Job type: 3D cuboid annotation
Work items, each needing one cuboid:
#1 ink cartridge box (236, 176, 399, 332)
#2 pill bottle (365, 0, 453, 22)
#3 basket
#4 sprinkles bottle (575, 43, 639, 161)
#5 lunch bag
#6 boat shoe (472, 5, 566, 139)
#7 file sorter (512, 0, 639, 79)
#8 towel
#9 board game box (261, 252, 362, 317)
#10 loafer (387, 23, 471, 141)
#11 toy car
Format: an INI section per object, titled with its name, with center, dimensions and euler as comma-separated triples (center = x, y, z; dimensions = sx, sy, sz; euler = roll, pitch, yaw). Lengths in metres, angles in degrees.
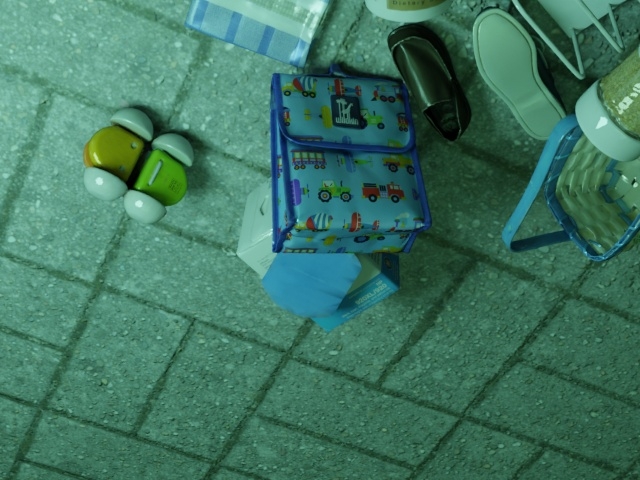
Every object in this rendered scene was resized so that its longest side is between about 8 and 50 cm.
[ink cartridge box]
center = 0.000, 0.000, 1.829
dimensions = 0.168, 0.171, 0.232
euler = -33, 122, 27
[pill bottle]
center = 0.122, -0.432, 1.480
dimensions = 0.131, 0.131, 0.229
euler = -1, 130, 5
[basket]
center = 0.437, -0.097, 1.665
dimensions = 0.289, 0.201, 0.255
euler = -5, 137, -26
[sprinkles bottle]
center = 0.495, -0.251, 1.405
dimensions = 0.121, 0.121, 0.355
euler = 26, 136, -17
[lunch bag]
center = 0.035, -0.136, 1.657
dimensions = 0.221, 0.293, 0.138
euler = 0, 160, -13
[boat shoe]
center = 0.307, -0.266, 1.643
dimensions = 0.095, 0.079, 0.254
euler = -29, 125, 24
[file sorter]
center = 0.416, -0.389, 1.470
dimensions = 0.277, 0.173, 0.193
euler = -34, 121, 27
[towel]
center = -0.069, -0.400, 1.586
dimensions = 0.209, 0.034, 0.285
euler = 19, 129, -11
[board game box]
center = -0.015, 0.049, 1.740
dimensions = 0.133, 0.033, 0.169
euler = 24, 123, -9
[loafer]
center = 0.178, -0.243, 1.671
dimensions = 0.080, 0.078, 0.220
euler = -25, 124, 23
[toy car]
center = -0.313, -0.119, 1.786
dimensions = 0.182, 0.159, 0.136
euler = 31, 160, -21
